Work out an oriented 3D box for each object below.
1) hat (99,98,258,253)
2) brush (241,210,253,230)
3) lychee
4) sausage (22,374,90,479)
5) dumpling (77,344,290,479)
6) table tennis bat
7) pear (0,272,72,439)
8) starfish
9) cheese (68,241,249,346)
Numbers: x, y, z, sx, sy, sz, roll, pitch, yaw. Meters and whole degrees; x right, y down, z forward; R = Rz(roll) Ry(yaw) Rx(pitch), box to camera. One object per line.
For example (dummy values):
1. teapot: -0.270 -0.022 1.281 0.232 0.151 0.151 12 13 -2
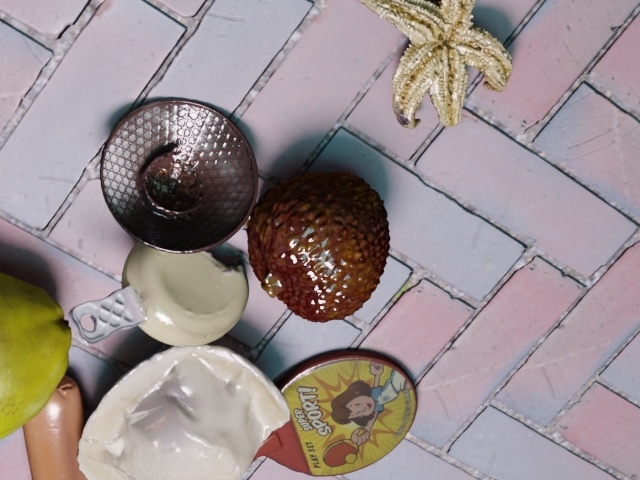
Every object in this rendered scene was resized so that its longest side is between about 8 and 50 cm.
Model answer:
1. hat: -0.176 -0.070 1.579 0.193 0.082 0.193 3 77 -13
2. brush: -0.166 -0.038 1.631 0.164 0.014 0.051 3 116 -10
3. lychee: -0.003 0.006 1.591 0.194 0.194 0.194 -4 119 -8
4. sausage: -0.349 0.304 1.744 0.086 0.086 0.289 -6 117 -7
5. dumpling: -0.189 0.241 1.675 0.243 0.175 0.227 -47 132 -16
6. table tennis bat: -0.014 0.257 1.808 0.310 0.038 0.200 -20 119 -2
7. pear: -0.433 0.148 1.576 0.269 0.212 0.212 -22 120 -5
8. starfish: 0.137 -0.243 1.546 0.216 0.071 0.238 4 111 -18
9. cheese: -0.191 0.083 1.584 0.071 0.249 0.163 -29 106 42
